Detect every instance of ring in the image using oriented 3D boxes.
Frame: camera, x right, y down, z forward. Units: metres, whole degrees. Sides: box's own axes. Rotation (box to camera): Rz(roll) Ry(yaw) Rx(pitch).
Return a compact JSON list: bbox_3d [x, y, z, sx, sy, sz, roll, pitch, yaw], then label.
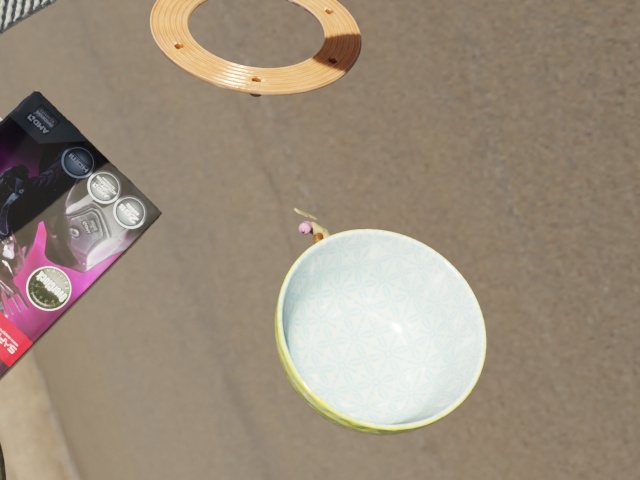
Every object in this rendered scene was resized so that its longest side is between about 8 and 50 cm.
[{"bbox_3d":[-0.102,-0.328,2.048,0.336,0.336,0.032,55,148,39],"label":"ring"}]

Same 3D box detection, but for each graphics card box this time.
[{"bbox_3d":[-0.407,0.018,1.617,0.233,0.371,0.094,45,156,-5],"label":"graphics card box"}]

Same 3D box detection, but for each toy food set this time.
[{"bbox_3d":[0.000,0.000,2.025,0.019,0.078,0.122,-49,52,14],"label":"toy food set"}]

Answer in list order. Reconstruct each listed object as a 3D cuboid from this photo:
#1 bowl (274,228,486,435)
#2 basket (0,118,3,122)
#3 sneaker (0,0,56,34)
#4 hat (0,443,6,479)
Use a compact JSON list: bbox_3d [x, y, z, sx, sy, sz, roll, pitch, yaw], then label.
[{"bbox_3d":[0.063,0.146,1.749,0.289,0.289,0.156,66,155,21],"label":"bowl"},{"bbox_3d":[-0.581,-0.124,1.843,0.255,0.289,0.201,126,167,-56],"label":"basket"},{"bbox_3d":[-0.371,-0.282,1.307,0.150,0.366,0.135,38,160,27],"label":"sneaker"},{"bbox_3d":[-0.443,0.230,1.217,0.331,0.134,0.331,-4,-90,-70],"label":"hat"}]
